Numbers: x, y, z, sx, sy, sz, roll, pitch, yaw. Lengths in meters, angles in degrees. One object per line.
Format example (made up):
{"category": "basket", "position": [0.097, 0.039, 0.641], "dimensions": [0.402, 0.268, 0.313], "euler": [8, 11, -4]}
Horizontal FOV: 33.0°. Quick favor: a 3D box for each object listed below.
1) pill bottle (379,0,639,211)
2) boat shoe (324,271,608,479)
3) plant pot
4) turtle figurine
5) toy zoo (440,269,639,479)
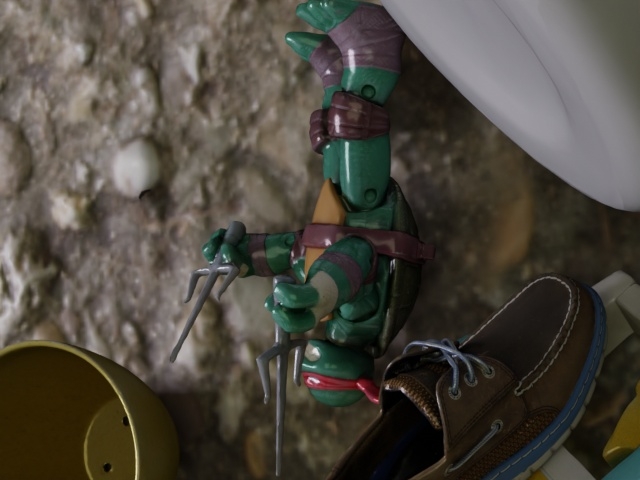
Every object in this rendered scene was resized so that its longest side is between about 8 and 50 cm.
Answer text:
{"category": "pill bottle", "position": [0.201, -0.223, 0.423], "dimensions": [0.407, 0.229, 0.229], "euler": [-42, 69, 1]}
{"category": "boat shoe", "position": [0.062, 0.080, 0.488], "dimensions": [0.183, 0.066, 0.066], "euler": [-52, 34, -14]}
{"category": "plant pot", "position": [-0.136, 0.126, 0.626], "dimensions": [0.134, 0.095, 0.134], "euler": [-3, 83, 23]}
{"category": "turtle figurine", "position": [0.000, 0.000, 0.574], "dimensions": [0.175, 0.118, 0.234], "euler": [-2, 79, 65]}
{"category": "toy zoo", "position": [0.121, 0.127, 0.465], "dimensions": [0.192, 0.030, 0.293], "euler": [-42, 33, 0]}
